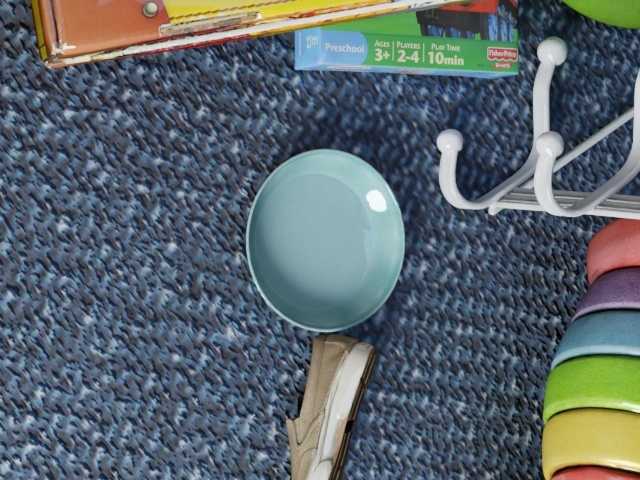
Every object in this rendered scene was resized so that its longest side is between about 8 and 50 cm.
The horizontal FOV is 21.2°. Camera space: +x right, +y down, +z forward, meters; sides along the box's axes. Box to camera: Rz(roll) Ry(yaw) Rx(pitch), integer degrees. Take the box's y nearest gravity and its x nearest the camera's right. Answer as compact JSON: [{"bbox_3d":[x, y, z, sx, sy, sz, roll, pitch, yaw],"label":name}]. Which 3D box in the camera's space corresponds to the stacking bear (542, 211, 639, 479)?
[{"bbox_3d":[0.220,0.143,1.124,0.175,0.164,0.289,39,60,-40],"label":"stacking bear"}]

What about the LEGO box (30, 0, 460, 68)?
[{"bbox_3d":[-0.014,-0.371,0.951,0.372,0.193,0.500,-10,97,-11],"label":"LEGO box"}]

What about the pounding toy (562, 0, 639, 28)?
[{"bbox_3d":[0.224,-0.232,1.128,0.182,0.110,0.237,4,122,4],"label":"pounding toy"}]

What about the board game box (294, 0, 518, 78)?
[{"bbox_3d":[0.058,-0.218,1.144,0.160,0.039,0.212,-1,89,-29],"label":"board game box"}]

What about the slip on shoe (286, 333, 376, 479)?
[{"bbox_3d":[-0.003,0.126,1.106,0.041,0.051,0.135,17,89,12],"label":"slip on shoe"}]

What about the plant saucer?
[{"bbox_3d":[0.000,0.000,1.118,0.119,0.021,0.119,0,90,-30],"label":"plant saucer"}]

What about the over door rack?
[{"bbox_3d":[0.267,-0.101,1.150,0.324,0.239,0.108,-21,105,-28],"label":"over door rack"}]
